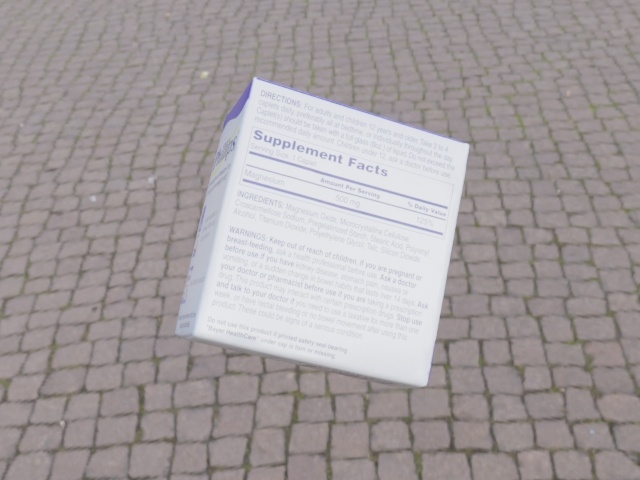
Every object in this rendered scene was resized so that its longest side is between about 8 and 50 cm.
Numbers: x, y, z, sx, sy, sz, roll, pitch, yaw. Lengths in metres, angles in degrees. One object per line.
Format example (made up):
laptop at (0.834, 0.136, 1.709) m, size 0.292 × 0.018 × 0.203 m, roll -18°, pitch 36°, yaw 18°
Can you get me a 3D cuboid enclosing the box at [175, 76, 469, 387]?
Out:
box at (0.000, 0.000, 0.439) m, size 0.126 × 0.137 × 0.072 m, roll 15°, pitch -11°, yaw -15°
